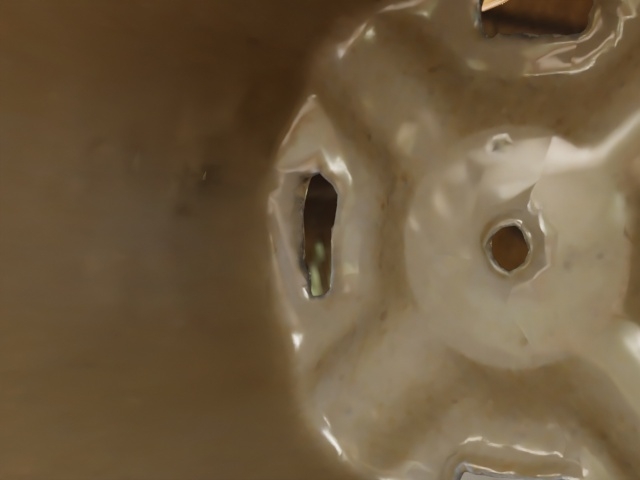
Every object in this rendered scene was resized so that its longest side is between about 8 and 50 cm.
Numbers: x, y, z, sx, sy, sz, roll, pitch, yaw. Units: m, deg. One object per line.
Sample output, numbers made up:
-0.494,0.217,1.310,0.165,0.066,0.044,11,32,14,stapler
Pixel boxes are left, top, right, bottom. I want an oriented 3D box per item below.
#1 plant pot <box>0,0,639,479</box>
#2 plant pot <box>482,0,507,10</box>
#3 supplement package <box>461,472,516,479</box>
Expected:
0.000,0.000,0.486,0.333,0.334,0.305,-20,-11,29,plant pot
0.095,-0.283,0.890,0.203,0.291,0.291,-28,-3,-35,plant pot
0.058,0.175,0.880,0.149,0.194,0.203,-5,8,-9,supplement package
